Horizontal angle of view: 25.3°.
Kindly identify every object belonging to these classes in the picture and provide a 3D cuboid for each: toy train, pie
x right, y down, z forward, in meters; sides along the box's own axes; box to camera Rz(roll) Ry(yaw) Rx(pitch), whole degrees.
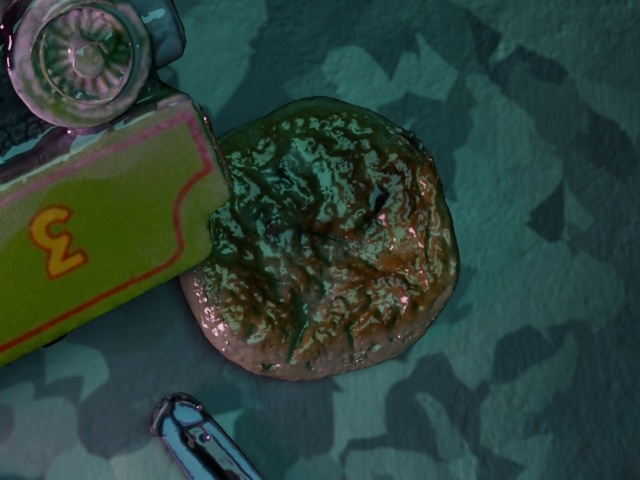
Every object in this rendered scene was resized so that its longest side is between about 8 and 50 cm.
[{"bbox_3d":[-0.215,-0.054,1.007,0.307,0.173,0.249,-28,115,-15],"label":"toy train"},{"bbox_3d":[0.000,0.000,1.132,0.240,0.054,0.240,2,80,-14],"label":"pie"}]

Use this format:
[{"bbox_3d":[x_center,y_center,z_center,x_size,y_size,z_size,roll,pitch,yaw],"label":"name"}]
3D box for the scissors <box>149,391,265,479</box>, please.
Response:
[{"bbox_3d":[-0.010,0.282,1.101,0.180,0.032,0.393,-37,92,-14],"label":"scissors"}]
